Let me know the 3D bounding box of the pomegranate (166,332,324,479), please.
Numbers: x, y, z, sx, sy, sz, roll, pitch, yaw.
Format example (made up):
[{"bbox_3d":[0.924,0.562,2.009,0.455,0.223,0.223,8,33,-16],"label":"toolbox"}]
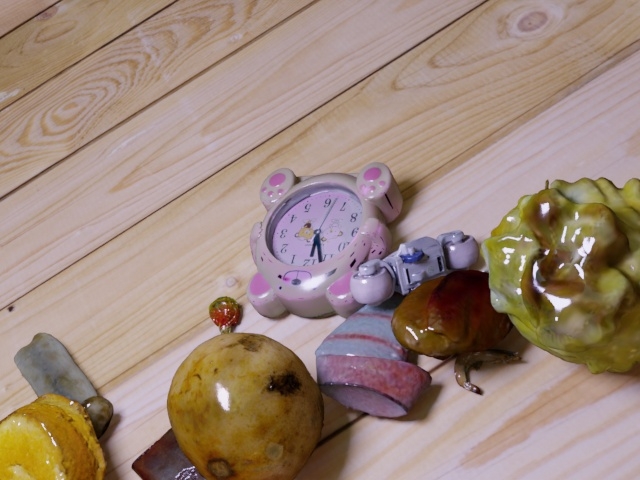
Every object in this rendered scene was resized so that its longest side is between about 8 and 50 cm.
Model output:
[{"bbox_3d":[-0.119,0.271,1.416,0.260,0.260,0.260,-13,49,16],"label":"pomegranate"}]

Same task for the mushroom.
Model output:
[{"bbox_3d":[-0.493,0.283,1.711,0.100,0.081,0.312,-42,44,-14],"label":"mushroom"}]

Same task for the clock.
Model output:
[{"bbox_3d":[0.000,0.000,1.681,0.284,0.114,0.309,-1,55,23],"label":"clock"}]

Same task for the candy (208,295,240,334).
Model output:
[{"bbox_3d":[-0.179,0.193,1.658,0.060,0.060,0.201,-14,56,14],"label":"candy"}]

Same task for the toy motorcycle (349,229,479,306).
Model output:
[{"bbox_3d":[0.159,0.045,1.554,0.254,0.112,0.112,-19,43,-23],"label":"toy motorcycle"}]

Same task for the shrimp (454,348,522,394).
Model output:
[{"bbox_3d":[0.271,0.212,1.443,0.114,0.023,0.083,-5,55,29],"label":"shrimp"}]

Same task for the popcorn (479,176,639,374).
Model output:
[{"bbox_3d":[0.415,0.047,1.329,0.312,0.312,0.312,-13,49,16],"label":"popcorn"}]

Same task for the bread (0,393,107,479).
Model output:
[{"bbox_3d":[-0.487,0.402,1.524,0.268,0.146,0.268,-2,84,24],"label":"bread"}]

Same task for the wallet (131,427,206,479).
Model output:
[{"bbox_3d":[-0.207,0.408,1.503,0.137,0.031,0.255,-46,49,-14],"label":"wallet"}]

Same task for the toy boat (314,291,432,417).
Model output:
[{"bbox_3d":[0.110,0.162,1.517,0.206,0.096,0.282,11,50,22],"label":"toy boat"}]

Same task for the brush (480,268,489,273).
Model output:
[{"bbox_3d":[0.283,0.061,1.562,0.084,0.016,0.013,-22,60,9],"label":"brush"}]

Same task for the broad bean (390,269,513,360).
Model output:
[{"bbox_3d":[0.219,0.127,1.438,0.228,0.122,0.156,-22,48,-29],"label":"broad bean"}]
